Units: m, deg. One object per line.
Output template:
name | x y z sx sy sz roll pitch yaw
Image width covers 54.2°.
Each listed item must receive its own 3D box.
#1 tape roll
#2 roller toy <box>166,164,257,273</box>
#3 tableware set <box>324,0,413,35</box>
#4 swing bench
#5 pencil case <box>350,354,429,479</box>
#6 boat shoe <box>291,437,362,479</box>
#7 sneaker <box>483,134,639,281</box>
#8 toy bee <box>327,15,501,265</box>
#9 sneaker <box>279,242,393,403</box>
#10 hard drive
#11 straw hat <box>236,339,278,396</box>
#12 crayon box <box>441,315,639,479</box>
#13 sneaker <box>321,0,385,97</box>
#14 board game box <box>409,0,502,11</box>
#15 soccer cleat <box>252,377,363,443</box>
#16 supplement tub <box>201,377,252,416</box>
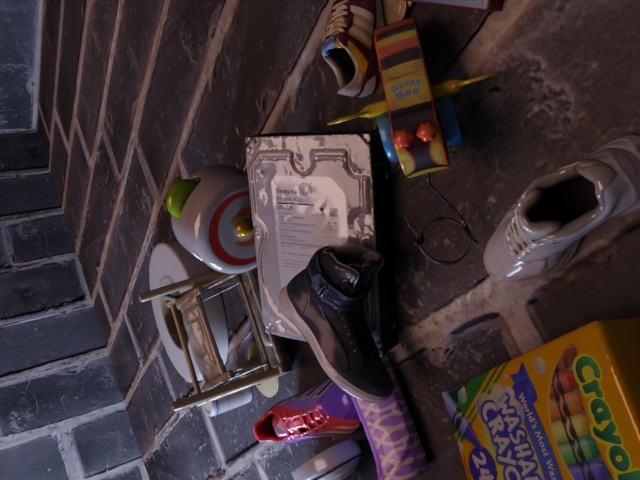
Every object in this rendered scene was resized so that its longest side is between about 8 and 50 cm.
tape roll | -0.365 0.189 1.696 0.392 0.072 0.391 25 121 52
roller toy | -0.170 -0.041 1.192 0.146 0.209 0.191 27 134 50
tableware set | 0.064 -0.315 0.883 0.141 0.020 0.168 56 142 27
swing bench | -0.207 0.194 1.324 0.165 0.255 0.253 52 -162 -77
pencil case | 0.097 0.277 0.983 0.086 0.088 0.206 -45 64 56
boat shoe | 0.015 0.494 1.148 0.156 0.136 0.367 59 147 27
sneaker | 0.226 -0.023 0.641 0.090 0.115 0.232 63 146 21
toy bee | 0.122 -0.140 0.722 0.195 0.162 0.298 -35 75 10
sneaker | 0.053 0.109 0.884 0.226 0.086 0.163 49 126 12
hard drive | 0.000 0.000 0.983 0.237 0.064 0.338 6 106 34
straw hat | -0.157 0.299 1.416 0.144 0.061 0.144 27 124 50
crayon box | 0.272 0.211 0.654 0.323 0.083 0.203 -48 49 52
sneaker | 0.038 -0.284 0.837 0.070 0.084 0.185 -20 85 56
board game box | 0.160 -0.408 0.689 0.145 0.027 0.281 33 128 47
soccer cleat | -0.021 0.326 1.158 0.318 0.116 0.108 -39 68 56
supplement tub | -0.228 0.375 1.511 0.071 0.107 0.071 26 122 52
